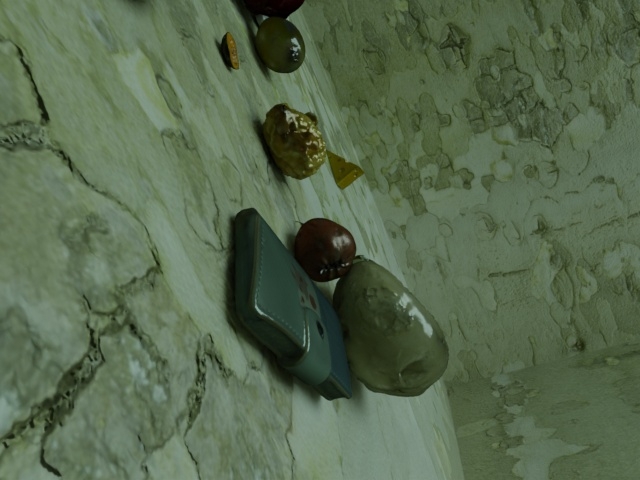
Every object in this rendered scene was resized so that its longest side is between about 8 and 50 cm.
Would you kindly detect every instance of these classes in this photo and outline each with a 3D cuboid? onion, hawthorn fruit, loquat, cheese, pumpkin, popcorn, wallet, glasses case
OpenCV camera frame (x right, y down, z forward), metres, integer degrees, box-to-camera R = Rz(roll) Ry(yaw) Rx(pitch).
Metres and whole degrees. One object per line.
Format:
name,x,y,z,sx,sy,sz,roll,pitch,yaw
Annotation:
onion,-0.162,-0.783,1.306,0.247,0.190,0.246,28,17,-9
hawthorn fruit,0.006,0.001,0.995,0.149,0.149,0.188,42,31,-62
loquat,-0.126,-0.604,1.318,0.195,0.152,0.152,59,7,29
cheese,0.088,-0.335,1.910,0.171,0.126,0.093,56,14,23
pumpkin,-0.214,-0.437,0.997,0.050,0.028,0.083,-42,120,-73
popcorn,-0.068,-0.252,1.089,0.194,0.140,0.163,57,25,-10
wallet,-0.041,0.130,0.772,0.360,0.083,0.252,55,15,-42
glasses case,-0.185,-0.762,1.511,0.197,0.050,0.076,-18,87,-76

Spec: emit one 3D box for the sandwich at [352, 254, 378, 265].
sandwich,0.163,0.097,1.560,0.104,0.093,0.035,64,22,-12

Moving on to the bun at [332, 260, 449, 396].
bun,0.148,0.216,1.055,0.362,0.235,0.326,58,-1,-33
